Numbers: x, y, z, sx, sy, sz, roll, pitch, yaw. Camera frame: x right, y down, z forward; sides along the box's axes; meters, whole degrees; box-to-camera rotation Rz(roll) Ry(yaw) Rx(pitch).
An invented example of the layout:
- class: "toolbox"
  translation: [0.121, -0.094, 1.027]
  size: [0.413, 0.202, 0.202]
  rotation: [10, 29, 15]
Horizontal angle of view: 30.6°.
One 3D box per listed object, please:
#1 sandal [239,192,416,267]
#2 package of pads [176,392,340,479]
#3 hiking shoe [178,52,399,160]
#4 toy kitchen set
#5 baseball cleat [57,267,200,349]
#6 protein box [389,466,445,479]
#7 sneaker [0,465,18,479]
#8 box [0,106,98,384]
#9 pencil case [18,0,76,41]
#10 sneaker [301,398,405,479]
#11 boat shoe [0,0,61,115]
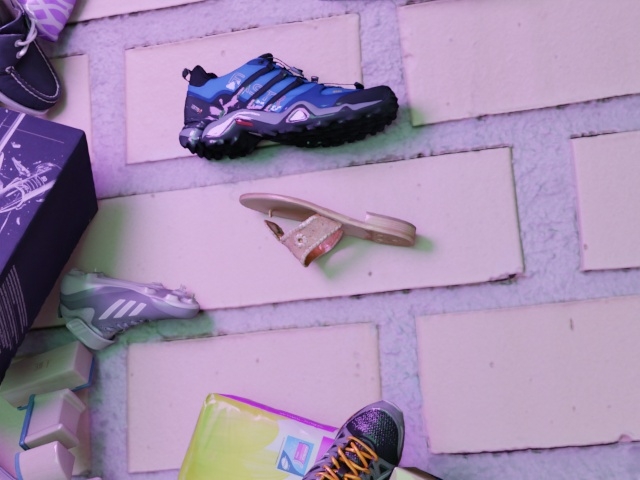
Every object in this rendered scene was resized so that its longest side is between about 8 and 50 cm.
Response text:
- class: "sandal"
  translation: [-0.001, -0.002, 1.512]
  size: [0.240, 0.088, 0.079]
  rotation: [10, 76, 12]
- class: "package of pads"
  translation: [-0.082, 0.356, 1.457]
  size: [0.229, 0.101, 0.296]
  rotation: [15, 83, 16]
- class: "hiking shoe"
  translation: [-0.048, -0.192, 1.548]
  size: [0.304, 0.113, 0.132]
  rotation: [-5, 79, 14]
- class: "toy kitchen set"
  translation: [-0.342, 0.275, 1.564]
  size: [0.122, 0.166, 0.207]
  rotation: [-19, 40, 18]
- class: "baseball cleat"
  translation: [-0.260, 0.101, 1.583]
  size: [0.206, 0.072, 0.109]
  rotation: [12, 97, 22]
- class: "protein box"
  translation: [0.148, 0.397, 1.368]
  size: [0.200, 0.136, 0.201]
  rotation: [22, 85, 17]
- class: "sneaker"
  translation: [-0.477, 0.298, 1.528]
  size: [0.258, 0.091, 0.094]
  rotation: [37, 87, -10]
- class: "box"
  translation: [-0.514, -0.023, 1.518]
  size: [0.343, 0.179, 0.312]
  rotation: [16, 54, 8]
- class: "pencil case"
  translation: [-0.384, -0.389, 1.696]
  size: [0.088, 0.086, 0.206]
  rotation: [16, 80, 52]
- class: "sneaker"
  translation: [0.025, 0.277, 1.355]
  size: [0.084, 0.083, 0.215]
  rotation: [34, 85, 16]
- class: "boat shoe"
  translation: [-0.442, -0.289, 1.585]
  size: [0.091, 0.302, 0.114]
  rotation: [-18, 47, 25]
